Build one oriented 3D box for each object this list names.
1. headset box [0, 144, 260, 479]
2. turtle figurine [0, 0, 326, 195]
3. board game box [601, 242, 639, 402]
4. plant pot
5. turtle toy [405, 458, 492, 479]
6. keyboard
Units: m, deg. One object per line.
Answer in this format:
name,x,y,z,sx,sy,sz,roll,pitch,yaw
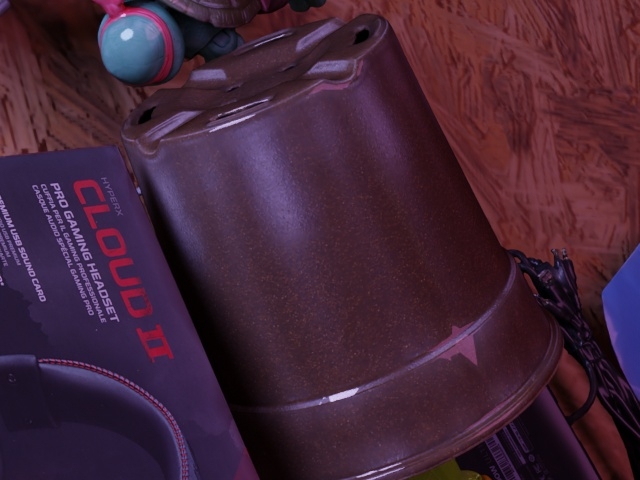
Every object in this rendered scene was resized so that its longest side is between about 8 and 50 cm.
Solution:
headset box,-0.146,0.090,0.635,0.293,0.110,0.218,-9,70,-48
turtle figurine,-0.074,-0.112,0.859,0.175,0.118,0.234,46,34,-11
board game box,0.221,0.064,1.099,0.133,0.033,0.169,55,43,-8
plant pot,0.000,0.000,0.770,0.167,0.167,0.165,-48,120,-51
turtle toy,0.025,0.132,0.818,0.095,0.066,0.130,46,40,-12
keyboard,0.114,0.110,0.955,0.201,0.033,0.317,-22,81,-44
